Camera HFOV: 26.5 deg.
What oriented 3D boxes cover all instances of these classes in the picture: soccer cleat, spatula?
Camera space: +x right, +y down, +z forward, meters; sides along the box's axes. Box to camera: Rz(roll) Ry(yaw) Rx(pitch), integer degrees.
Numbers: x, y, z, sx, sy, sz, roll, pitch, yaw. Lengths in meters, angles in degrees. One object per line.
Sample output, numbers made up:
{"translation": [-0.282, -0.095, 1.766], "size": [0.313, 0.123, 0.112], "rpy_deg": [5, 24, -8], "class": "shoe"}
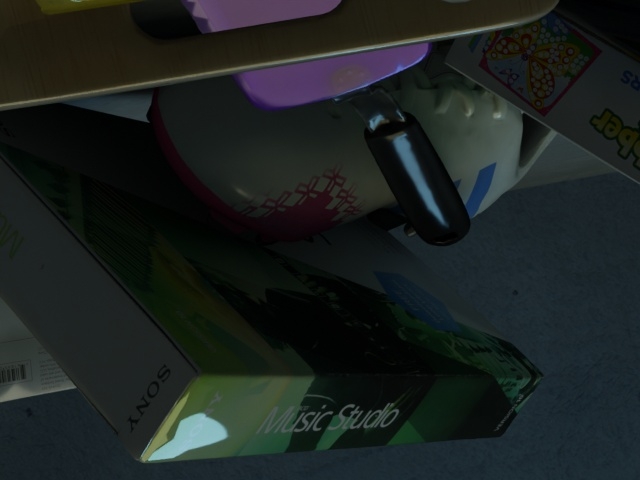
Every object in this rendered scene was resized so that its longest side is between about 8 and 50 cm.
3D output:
{"translation": [0.036, -0.075, 0.751], "size": [0.143, 0.116, 0.331], "rpy_deg": [-35, 165, 23], "class": "soccer cleat"}
{"translation": [0.027, -0.055, 0.611], "size": [0.084, 0.030, 0.296], "rpy_deg": [-17, 157, 13], "class": "spatula"}

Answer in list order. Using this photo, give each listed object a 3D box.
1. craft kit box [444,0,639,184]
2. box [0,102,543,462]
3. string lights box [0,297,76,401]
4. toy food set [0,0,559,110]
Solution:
{"translation": [0.224, -0.051, 0.707], "size": [0.246, 0.061, 0.250], "rpy_deg": [34, -159, 27], "class": "craft kit box"}
{"translation": [-0.043, 0.018, 0.730], "size": [0.322, 0.232, 0.058], "rpy_deg": [6, 121, -55], "class": "box"}
{"translation": [-0.203, 0.015, 0.864], "size": [0.133, 0.077, 0.259], "rpy_deg": [-9, -159, -21], "class": "string lights box"}
{"translation": [-0.015, -0.077, 0.311], "size": [0.219, 0.092, 0.306], "rpy_deg": [-10, 178, -5], "class": "toy food set"}
